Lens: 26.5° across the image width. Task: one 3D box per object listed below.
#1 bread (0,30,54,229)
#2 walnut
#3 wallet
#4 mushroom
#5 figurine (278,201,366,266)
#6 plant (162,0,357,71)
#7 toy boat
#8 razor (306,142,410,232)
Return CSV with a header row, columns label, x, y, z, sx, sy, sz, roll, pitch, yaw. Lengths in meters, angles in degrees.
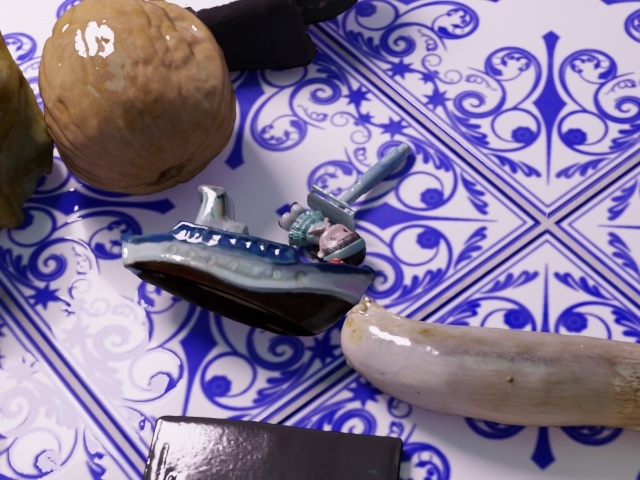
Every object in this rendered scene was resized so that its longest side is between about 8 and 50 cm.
label,x,y,z,sx,sy,sz,roll,pitch,yaw
bread,-0.415,-0.129,1.455,0.238,0.252,0.196,-12,54,-8
walnut,-0.201,-0.162,1.481,0.228,0.228,0.228,-3,52,3
wallet,-0.048,0.227,1.289,0.244,0.025,0.124,4,53,9
mushroom,0.189,0.126,1.308,0.351,0.095,0.123,10,35,12
figurine,0.000,0.000,1.445,0.106,0.047,0.060,33,46,31
plant,-0.072,-0.287,1.617,0.256,0.142,0.164,-22,53,2
toy boat,-0.074,0.016,1.391,0.262,0.114,0.115,19,69,13
razor,0.053,-0.067,1.501,0.068,0.040,0.135,32,57,25
